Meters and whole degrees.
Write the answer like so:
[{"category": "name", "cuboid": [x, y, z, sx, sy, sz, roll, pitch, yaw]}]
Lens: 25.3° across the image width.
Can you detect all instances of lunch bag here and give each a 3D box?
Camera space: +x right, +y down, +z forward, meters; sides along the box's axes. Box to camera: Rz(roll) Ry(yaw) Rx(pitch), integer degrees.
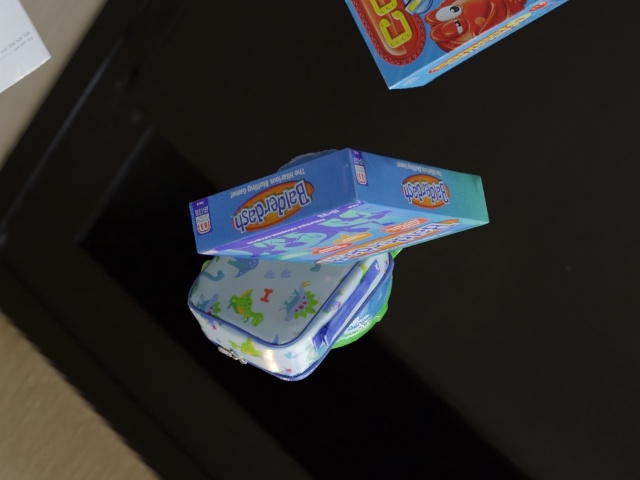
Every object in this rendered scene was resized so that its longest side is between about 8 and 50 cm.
[{"category": "lunch bag", "cuboid": [-0.031, 0.048, 1.649, 0.176, 0.219, 0.090, 22, 151, 30]}]

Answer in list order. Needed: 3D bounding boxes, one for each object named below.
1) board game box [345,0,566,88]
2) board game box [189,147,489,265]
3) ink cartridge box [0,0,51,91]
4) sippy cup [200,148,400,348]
[{"category": "board game box", "cuboid": [0.137, -0.355, 1.418, 0.086, 0.302, 0.308, -19, -98, -60]}, {"category": "board game box", "cuboid": [0.020, -0.023, 1.187, 0.210, 0.160, 0.047, 5, -109, -55]}, {"category": "ink cartridge box", "cuboid": [-0.471, -0.312, 1.720, 0.198, 0.115, 0.273, 18, 141, 50]}, {"category": "sippy cup", "cuboid": [0.000, 0.000, 1.942, 0.240, 0.224, 0.305, 26, -120, 5]}]
